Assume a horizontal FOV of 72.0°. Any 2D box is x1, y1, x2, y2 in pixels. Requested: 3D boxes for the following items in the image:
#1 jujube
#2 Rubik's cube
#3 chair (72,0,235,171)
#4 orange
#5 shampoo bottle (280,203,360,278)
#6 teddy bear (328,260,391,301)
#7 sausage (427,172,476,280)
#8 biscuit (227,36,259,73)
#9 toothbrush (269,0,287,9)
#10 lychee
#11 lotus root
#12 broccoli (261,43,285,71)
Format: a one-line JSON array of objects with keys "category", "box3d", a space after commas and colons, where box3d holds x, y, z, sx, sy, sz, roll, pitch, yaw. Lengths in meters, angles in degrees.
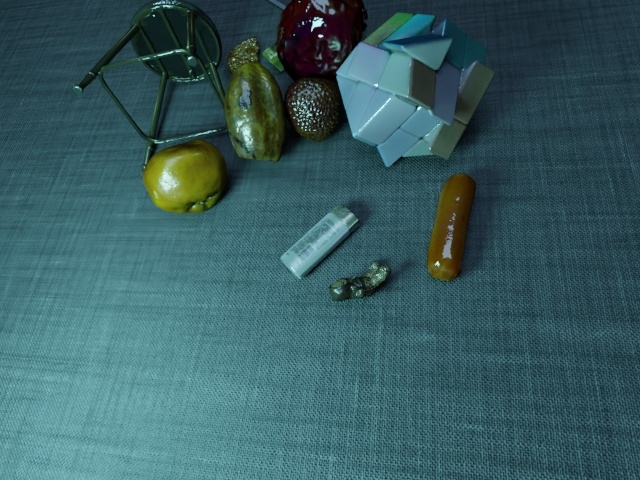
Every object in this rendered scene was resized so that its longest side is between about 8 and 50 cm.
[{"category": "jujube", "box3d": [-0.002, -0.610, 1.318, 0.258, 0.376, 0.259, 3, 77, -13]}, {"category": "Rubik's cube", "box3d": [0.242, -0.427, 1.212, 0.368, 0.358, 0.388, -39, 50, 41]}, {"category": "chair", "box3d": [-0.472, -0.519, 1.414, 0.361, 0.365, 0.410, -10, 57, 8]}, {"category": "orange", "box3d": [-0.386, -0.180, 1.290, 0.249, 0.249, 0.183, -38, 78, -8]}, {"category": "shampoo bottle", "box3d": [0.000, 0.000, 1.199, 0.227, 0.056, 0.086, -44, 61, -10]}, {"category": "teddy bear", "box3d": [0.099, 0.115, 1.110, 0.160, 0.078, 0.119, -22, 17, -14]}, {"category": "sausage", "box3d": [0.337, -0.042, 1.129, 0.089, 0.083, 0.300, 14, 68, 6]}, {"category": "biscuit", "box3d": [-0.284, -0.669, 1.620, 0.125, 0.025, 0.206, -9, 62, 9]}, {"category": "toothbrush", "box3d": [-0.213, -0.964, 1.755, 0.029, 0.024, 0.354, -44, 63, -5]}, {"category": "lychee", "box3d": [-0.024, -0.402, 1.339, 0.194, 0.194, 0.195, -5, 63, 10]}, {"category": "lotus root", "box3d": [-0.199, -0.379, 1.308, 0.193, 0.193, 0.291, 1, 103, 13]}, {"category": "broccoli", "box3d": [-0.053, -0.758, 1.535, 0.361, 0.221, 0.252, -22, 97, 1]}]
